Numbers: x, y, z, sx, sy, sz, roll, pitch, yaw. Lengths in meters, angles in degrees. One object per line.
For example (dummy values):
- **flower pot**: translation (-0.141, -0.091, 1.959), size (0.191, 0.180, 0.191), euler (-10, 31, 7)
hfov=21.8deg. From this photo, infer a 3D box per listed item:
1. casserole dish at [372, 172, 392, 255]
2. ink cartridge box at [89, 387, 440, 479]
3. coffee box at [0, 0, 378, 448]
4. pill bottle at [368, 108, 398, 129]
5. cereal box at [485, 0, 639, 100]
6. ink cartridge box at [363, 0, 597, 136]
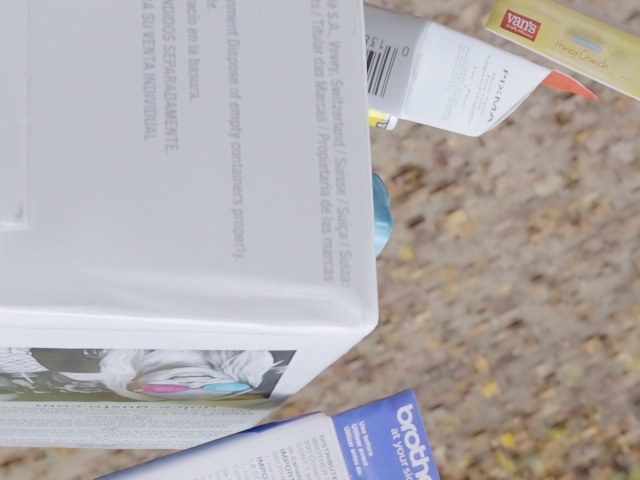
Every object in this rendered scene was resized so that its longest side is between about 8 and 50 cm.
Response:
- **casserole dish**: translation (0.000, 0.000, 1.760), size (0.037, 0.114, 0.188), euler (10, 132, -46)
- **ink cartridge box**: translation (-0.067, 0.192, 0.731), size (0.311, 0.186, 0.065), euler (-15, 177, -32)
- **coffee box**: translation (-0.182, -0.088, 0.808), size (0.338, 0.338, 0.334), euler (2, 164, -13)
- **pill bottle**: translation (0.026, -0.157, 1.714), size (0.116, 0.065, 0.065), euler (13, 145, -4)
- **cereal box**: translation (0.257, -0.140, 1.324), size (0.240, 0.173, 0.047), euler (3, 112, -57)
- **ink cartridge box**: translation (0.047, -0.166, 1.550), size (0.385, 0.308, 0.091), euler (11, 97, -60)
